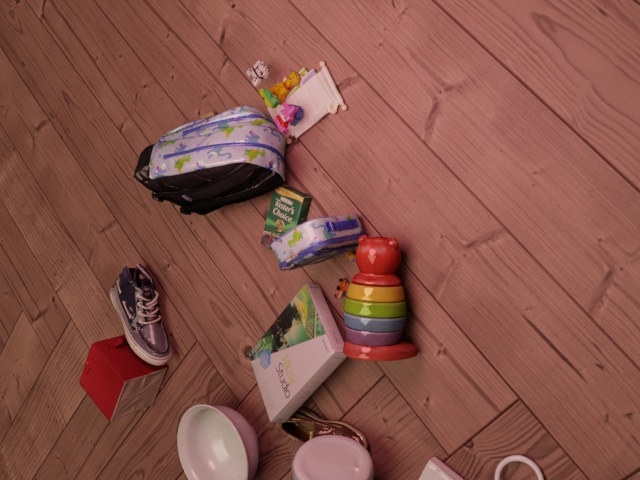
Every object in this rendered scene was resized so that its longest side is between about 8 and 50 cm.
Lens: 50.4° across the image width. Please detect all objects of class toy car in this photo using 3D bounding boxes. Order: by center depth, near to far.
[{"bbox_3d":[0.070,0.095,1.750,0.040,0.060,0.122,18,117,2],"label":"toy car"}]

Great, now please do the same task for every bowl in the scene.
[{"bbox_3d":[-0.282,0.619,2.039,0.298,0.134,0.298,6,100,38],"label":"bowl"}]

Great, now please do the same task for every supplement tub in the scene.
[{"bbox_3d":[0.029,0.683,1.733,0.207,0.207,0.338,21,124,34],"label":"supplement tub"}]

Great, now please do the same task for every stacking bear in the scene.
[{"bbox_3d":[0.136,0.133,1.645,0.175,0.164,0.289,5,94,37],"label":"stacking bear"}]

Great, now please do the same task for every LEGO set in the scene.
[{"bbox_3d":[-0.094,-0.387,1.772,0.093,0.087,0.227,-46,61,29],"label":"LEGO set"}]

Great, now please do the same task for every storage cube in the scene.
[{"bbox_3d":[-0.659,0.451,2.279,0.193,0.183,0.215,40,118,27],"label":"storage cube"}]

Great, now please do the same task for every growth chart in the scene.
[{"bbox_3d":[-0.047,-0.367,1.800,0.237,0.021,0.172,-27,79,37],"label":"growth chart"}]

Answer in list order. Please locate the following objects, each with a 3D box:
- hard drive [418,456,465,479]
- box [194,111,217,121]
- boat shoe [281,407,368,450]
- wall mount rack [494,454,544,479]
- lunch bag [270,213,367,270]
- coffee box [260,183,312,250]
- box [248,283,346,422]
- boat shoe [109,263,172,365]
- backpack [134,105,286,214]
[{"bbox_3d":[0.348,0.691,1.619,0.307,0.040,0.203,34,115,30],"label":"hard drive"},{"bbox_3d":[-0.347,-0.264,2.046,0.164,0.021,0.201,-18,85,38],"label":"box"},{"bbox_3d":[0.003,0.531,1.830,0.257,0.095,0.095,9,101,37],"label":"boat shoe"},{"bbox_3d":[0.376,0.652,1.482,0.304,0.130,0.350,-7,78,29],"label":"wall mount rack"},{"bbox_3d":[0.000,0.000,1.685,0.176,0.219,0.090,-29,79,36],"label":"lunch bag"},{"bbox_3d":[-0.097,-0.054,1.866,0.113,0.040,0.184,30,113,33],"label":"coffee box"},{"bbox_3d":[-0.068,0.305,1.835,0.322,0.058,0.232,-51,45,29],"label":"box"},{"bbox_3d":[-0.574,0.233,2.217,0.340,0.127,0.158,51,130,22],"label":"boat shoe"},{"bbox_3d":[-0.260,-0.209,1.820,0.355,0.290,0.273,2,72,38],"label":"backpack"}]
